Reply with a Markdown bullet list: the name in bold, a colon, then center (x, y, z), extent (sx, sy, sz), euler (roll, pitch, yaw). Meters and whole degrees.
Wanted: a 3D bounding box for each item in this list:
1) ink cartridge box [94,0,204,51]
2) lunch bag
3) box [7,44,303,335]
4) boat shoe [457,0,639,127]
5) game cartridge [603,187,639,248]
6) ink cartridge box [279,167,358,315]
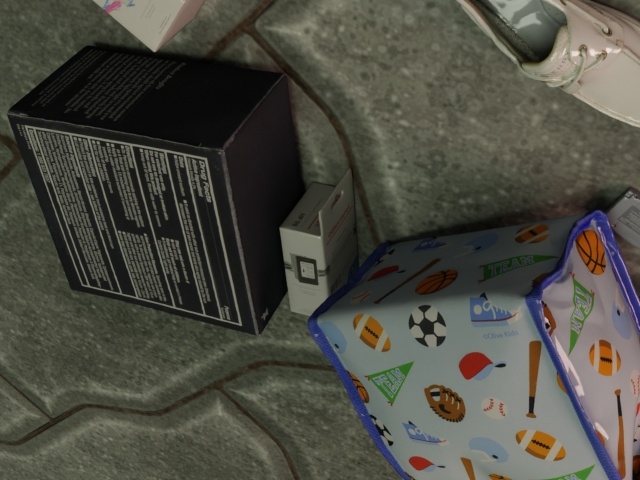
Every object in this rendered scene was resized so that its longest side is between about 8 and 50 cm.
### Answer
- **ink cartridge box**: center (-0.202, -0.305, 1.027), extent (0.143, 0.092, 0.090), euler (40, 136, -6)
- **lunch bag**: center (0.230, 0.182, 1.093), extent (0.328, 0.239, 0.385), euler (-11, 113, 45)
- **box**: center (-0.188, -0.065, 1.163), extent (0.294, 0.182, 0.296), euler (13, 134, 21)
- **boat shoe**: center (0.231, -0.188, 0.884), extent (0.277, 0.096, 0.098), euler (35, 135, -2)
- **game cartridge**: center (0.361, -0.018, 1.019), extent (0.083, 0.017, 0.056), euler (35, 132, -2)
- **ink cartridge box**: center (0.000, 0.000, 1.172), extent (0.060, 0.104, 0.180), euler (12, 132, 21)
